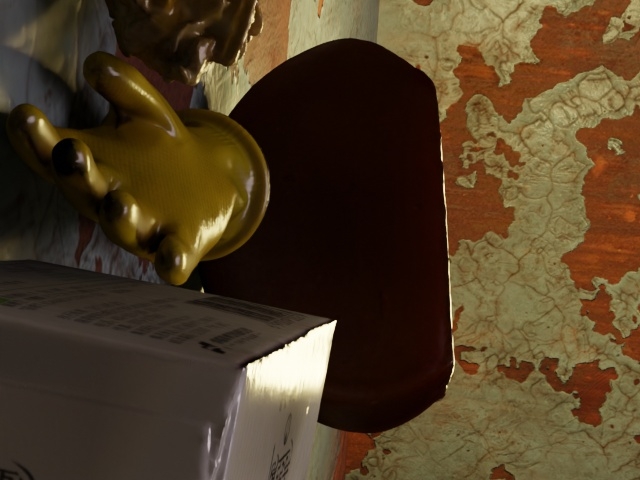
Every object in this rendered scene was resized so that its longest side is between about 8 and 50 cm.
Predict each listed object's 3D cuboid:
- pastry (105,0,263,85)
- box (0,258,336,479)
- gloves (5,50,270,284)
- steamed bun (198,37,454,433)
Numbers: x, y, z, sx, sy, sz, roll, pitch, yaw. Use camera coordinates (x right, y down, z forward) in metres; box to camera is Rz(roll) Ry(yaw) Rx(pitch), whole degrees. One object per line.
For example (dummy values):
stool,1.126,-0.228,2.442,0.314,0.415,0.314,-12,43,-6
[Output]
pastry,-0.086,-0.227,0.728,0.154,0.102,0.250,-117,-156,-59
box,-0.110,0.076,0.579,0.260,0.194,0.111,-11,111,-80
gloves,-0.111,-0.038,0.787,0.116,0.133,0.294,-55,176,5
steamed bun,0.000,0.000,1.213,0.235,0.248,0.379,80,7,-73
